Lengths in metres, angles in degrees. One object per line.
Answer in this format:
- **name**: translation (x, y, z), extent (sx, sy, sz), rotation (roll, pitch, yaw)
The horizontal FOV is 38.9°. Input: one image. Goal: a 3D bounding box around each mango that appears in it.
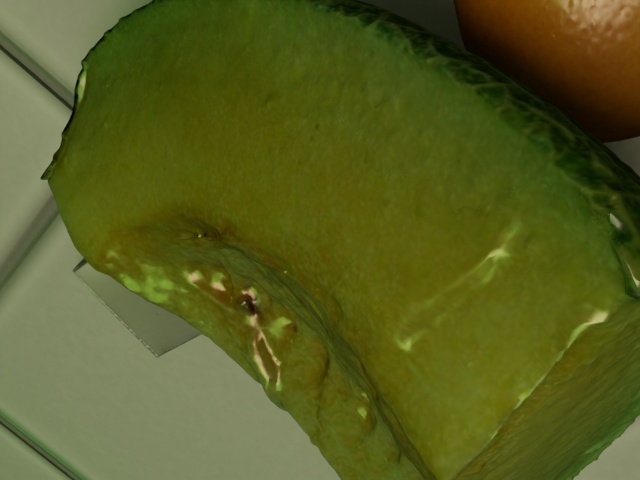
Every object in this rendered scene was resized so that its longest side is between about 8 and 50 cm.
- **mango**: translation (0.131, -0.151, 0.415), extent (0.145, 0.112, 0.219), rotation (8, 118, 20)

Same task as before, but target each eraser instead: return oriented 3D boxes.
- **eraser**: translation (-0.113, 0.026, 0.701), extent (0.150, 0.023, 0.104), rotation (-29, 109, 36)

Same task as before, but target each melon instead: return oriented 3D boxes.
- **melon**: translation (0.000, 0.000, 0.498), extent (0.343, 0.226, 0.331), rotation (50, 175, 24)
